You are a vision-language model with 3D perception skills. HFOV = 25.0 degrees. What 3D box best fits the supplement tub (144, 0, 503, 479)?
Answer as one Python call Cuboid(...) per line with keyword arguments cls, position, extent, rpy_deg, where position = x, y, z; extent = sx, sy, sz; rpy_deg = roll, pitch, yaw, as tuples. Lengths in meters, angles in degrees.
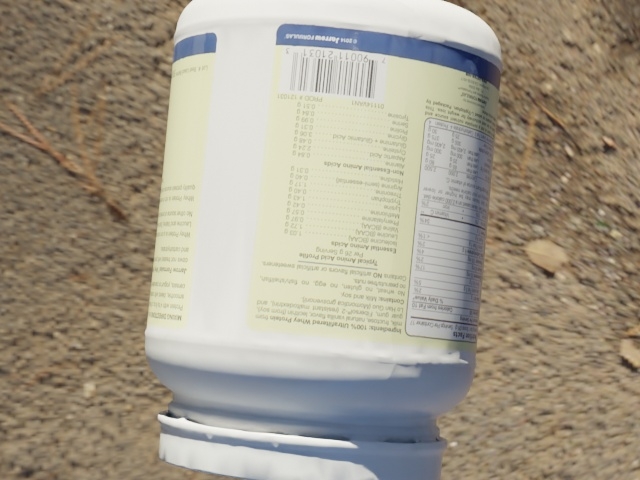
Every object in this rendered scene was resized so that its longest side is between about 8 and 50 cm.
Cuboid(cls="supplement tub", position=(0.000, 0.000, 1.016), extent=(0.235, 0.235, 0.324), rpy_deg=(4, 87, 19))
